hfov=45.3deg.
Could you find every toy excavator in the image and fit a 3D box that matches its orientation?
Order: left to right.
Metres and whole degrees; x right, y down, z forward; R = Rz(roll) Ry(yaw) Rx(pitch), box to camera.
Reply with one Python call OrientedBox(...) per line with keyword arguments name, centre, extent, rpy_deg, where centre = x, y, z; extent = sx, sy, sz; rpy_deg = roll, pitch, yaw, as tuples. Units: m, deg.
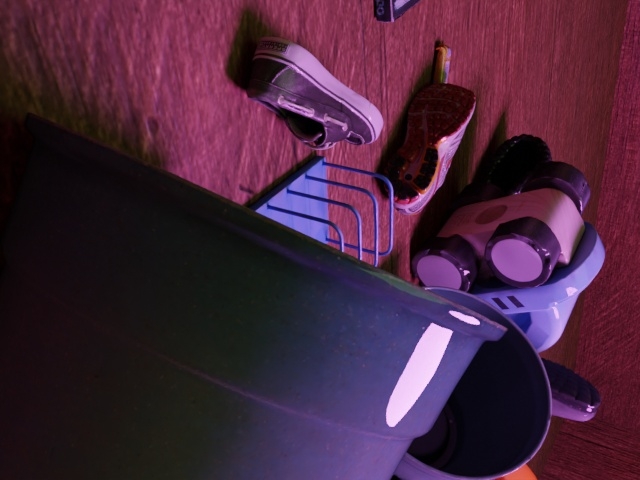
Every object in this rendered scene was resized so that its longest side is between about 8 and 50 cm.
OrientedBox(name="toy excavator", centre=(0.327, 0.133, 1.380), extent=(0.222, 0.433, 0.445), rpy_deg=(-48, 115, -42))

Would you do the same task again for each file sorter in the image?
OrientedBox(name="file sorter", centre=(0.000, 0.000, 0.855), extent=(0.170, 0.105, 0.118), rpy_deg=(-43, 140, -47))

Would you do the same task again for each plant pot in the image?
OrientedBox(name="plant pot", centre=(-0.102, 0.136, 0.524), extent=(0.334, 0.341, 0.341), rpy_deg=(-65, 153, 0))
OrientedBox(name="plant pot", centre=(0.164, 0.241, 1.147), extent=(0.293, 0.293, 0.196), rpy_deg=(-53, 173, -37))

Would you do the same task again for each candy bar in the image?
OrientedBox(name="candy bar", centre=(0.180, -0.222, 1.176), extent=(0.040, 0.018, 0.161), rpy_deg=(-28, 128, -60))

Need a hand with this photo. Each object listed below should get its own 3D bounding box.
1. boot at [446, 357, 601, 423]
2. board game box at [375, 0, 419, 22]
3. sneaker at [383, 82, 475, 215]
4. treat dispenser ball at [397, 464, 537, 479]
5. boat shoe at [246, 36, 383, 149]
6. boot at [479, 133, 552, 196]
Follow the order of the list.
OrientedBox(name="boot", centre=(0.283, 0.296, 1.289), extent=(0.118, 0.338, 0.222), rpy_deg=(-10, 111, -56))
OrientedBox(name="board game box", centre=(0.120, -0.369, 0.976), extent=(0.186, 0.026, 0.126), rpy_deg=(-46, 142, -44))
OrientedBox(name="sneaker", centre=(0.156, -0.137, 1.124), extent=(0.225, 0.088, 0.092), rpy_deg=(-59, 160, -18))
OrientedBox(name="treat dispenser ball", centre=(0.280, 0.514, 1.451), extent=(0.288, 0.288, 0.288), rpy_deg=(-38, 136, -50))
OrientedBox(name="boat shoe", centre=(-0.007, -0.135, 0.811), extent=(0.219, 0.078, 0.070), rpy_deg=(25, 81, -55))
OrientedBox(name="boot", centre=(0.371, -0.010, 1.522), extent=(0.260, 0.131, 0.347), rpy_deg=(68, 33, -60))
